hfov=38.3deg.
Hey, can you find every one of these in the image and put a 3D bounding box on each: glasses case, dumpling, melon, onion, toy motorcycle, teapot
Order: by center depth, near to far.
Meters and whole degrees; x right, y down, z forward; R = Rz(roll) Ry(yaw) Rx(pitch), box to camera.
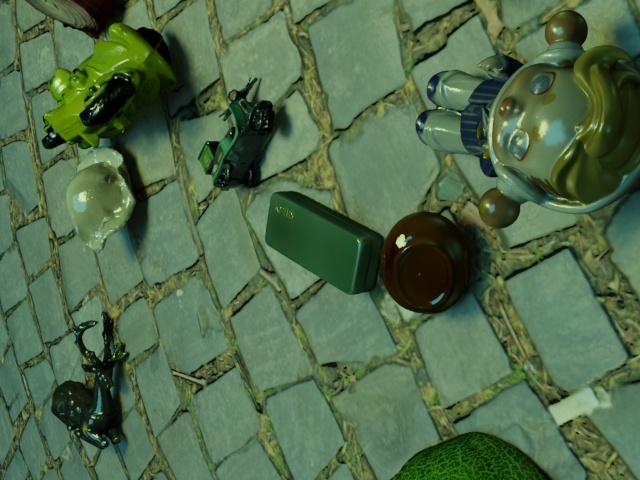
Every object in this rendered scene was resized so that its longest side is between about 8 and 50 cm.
[{"bbox_3d":[0.130,0.307,0.997,0.265,0.129,0.169,-40,62,46],"label":"melon"},{"bbox_3d":[0.116,0.026,1.015,0.098,0.078,0.129,1,116,11],"label":"teapot"},{"bbox_3d":[0.000,0.000,1.170,0.184,0.039,0.078,29,118,44],"label":"glasses case"},{"bbox_3d":[-0.113,-0.141,1.272,0.173,0.058,0.100,-57,48,40],"label":"toy motorcycle"},{"bbox_3d":[-0.338,-0.236,1.444,0.142,0.206,0.342,54,154,-15],"label":"toy motorcycle"},{"bbox_3d":[-0.361,-0.075,1.552,0.127,0.108,0.188,-18,66,24],"label":"dumpling"},{"bbox_3d":[-0.413,-0.420,1.561,0.206,0.151,0.098,22,79,35],"label":"onion"}]

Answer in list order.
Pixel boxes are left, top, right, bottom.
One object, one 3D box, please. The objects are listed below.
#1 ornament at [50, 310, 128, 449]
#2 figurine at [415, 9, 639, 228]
[{"bbox_3d":[-0.428,0.238,1.696,0.202,0.080,0.236,22,115,43],"label":"ornament"},{"bbox_3d":[0.193,-0.098,0.864,0.274,0.133,0.194,-15,61,56],"label":"figurine"}]
